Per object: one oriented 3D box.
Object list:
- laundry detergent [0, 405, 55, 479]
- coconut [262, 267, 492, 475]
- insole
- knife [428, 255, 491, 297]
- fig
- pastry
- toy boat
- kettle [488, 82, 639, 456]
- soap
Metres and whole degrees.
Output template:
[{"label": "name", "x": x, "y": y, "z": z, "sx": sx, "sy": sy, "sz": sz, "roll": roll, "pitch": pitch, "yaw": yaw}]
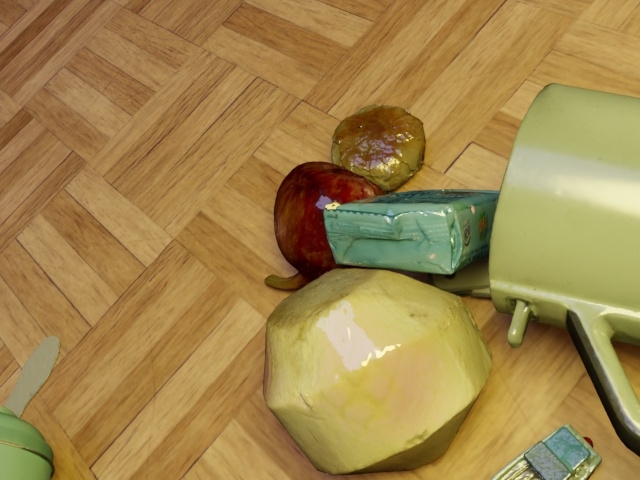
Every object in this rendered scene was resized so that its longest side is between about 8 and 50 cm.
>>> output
[{"label": "laundry detergent", "x": -0.501, "y": 0.378, "z": 0.899, "sx": 0.287, "sy": 0.287, "sz": 0.305, "roll": -19, "pitch": 54, "yaw": 15}, {"label": "coconut", "x": 0.064, "y": 0.153, "z": 0.800, "sx": 0.259, "sy": 0.259, "sz": 0.259, "roll": -13, "pitch": 56, "yaw": 19}, {"label": "insole", "x": -0.488, "y": 0.247, "z": 1.153, "sx": 0.065, "sy": 0.004, "sz": 0.197, "roll": 12, "pitch": 66, "yaw": 32}, {"label": "knife", "x": 0.267, "y": 0.045, "z": 0.884, "sx": 0.265, "sy": 0.040, "sz": 0.073, "roll": -2, "pitch": 63, "yaw": 25}, {"label": "fig", "x": 0.005, "y": -0.001, "z": 0.985, "sx": 0.175, "sy": 0.175, "sz": 0.207, "roll": 26, "pitch": 100, "yaw": 36}, {"label": "pastry", "x": 0.088, "y": -0.141, "z": 1.064, "sx": 0.153, "sy": 0.081, "sz": 0.153, "roll": -13, "pitch": 51, "yaw": 17}, {"label": "toy boat", "x": 0.226, "y": 0.266, "z": 0.752, "sx": 0.173, "sy": 0.059, "sz": 0.069, "roll": -40, "pitch": 51, "yaw": -1}, {"label": "kettle", "x": 0.363, "y": 0.037, "z": 0.661, "sx": 0.376, "sy": 0.250, "sz": 0.361, "roll": 15, "pitch": 61, "yaw": 27}, {"label": "soap", "x": 0.133, "y": -0.018, "z": 0.855, "sx": 0.156, "sy": 0.293, "sz": 0.077, "roll": 4, "pitch": 100, "yaw": 30}]
